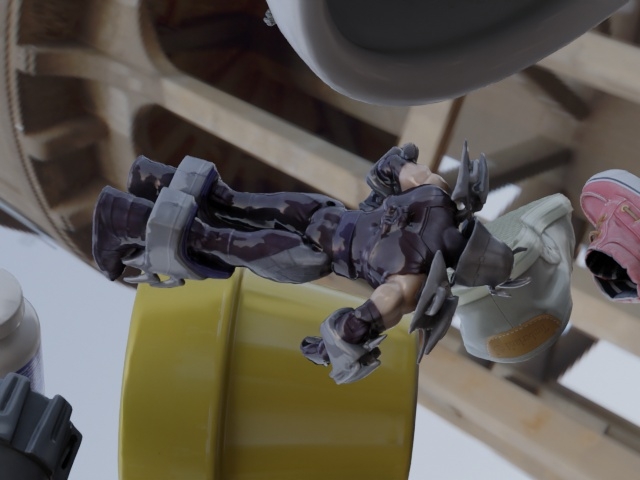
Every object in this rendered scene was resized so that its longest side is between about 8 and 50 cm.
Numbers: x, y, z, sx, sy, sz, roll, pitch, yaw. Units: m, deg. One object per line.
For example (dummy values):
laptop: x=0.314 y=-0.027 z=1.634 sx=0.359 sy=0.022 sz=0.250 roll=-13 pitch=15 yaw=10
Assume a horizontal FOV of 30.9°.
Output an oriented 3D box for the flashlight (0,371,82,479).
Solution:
flashlight: x=-0.246 y=0.215 z=0.724 sx=0.304 sy=0.103 sz=0.103 roll=-79 pitch=-10 yaw=-46

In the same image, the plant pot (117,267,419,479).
plant pot: x=-0.038 y=0.134 z=1.023 sx=0.254 sy=0.239 sz=0.254 roll=5 pitch=-90 yaw=-88

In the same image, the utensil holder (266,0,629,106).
utensil holder: x=0.021 y=-0.313 z=0.558 sx=0.327 sy=0.385 sz=0.327 roll=-31 pitch=-21 yaw=-14

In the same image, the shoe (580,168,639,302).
shoe: x=0.244 y=-0.005 z=0.950 sx=0.081 sy=0.178 sz=0.063 roll=-25 pitch=-65 yaw=-10

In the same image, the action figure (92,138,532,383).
action figure: x=0.000 y=0.000 z=0.773 sx=0.185 sy=0.285 sz=0.099 roll=-65 pitch=-22 yaw=-46

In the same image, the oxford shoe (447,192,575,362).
oxford shoe: x=0.228 y=0.040 z=1.348 sx=0.169 sy=0.130 sz=0.449 roll=-30 pitch=3 yaw=18

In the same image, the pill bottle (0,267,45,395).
pill bottle: x=-0.469 y=0.159 z=1.628 sx=0.152 sy=0.152 sz=0.272 roll=-34 pitch=-27 yaw=-33

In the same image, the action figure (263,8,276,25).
action figure: x=-0.028 y=-0.240 z=1.034 sx=0.063 sy=0.232 sz=0.137 roll=105 pitch=175 yaw=-49
